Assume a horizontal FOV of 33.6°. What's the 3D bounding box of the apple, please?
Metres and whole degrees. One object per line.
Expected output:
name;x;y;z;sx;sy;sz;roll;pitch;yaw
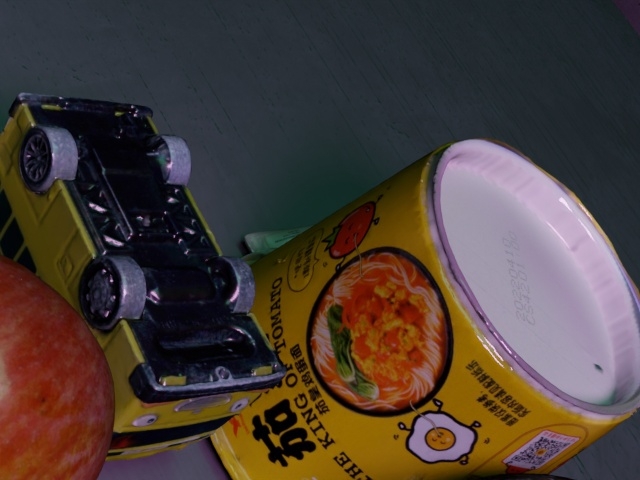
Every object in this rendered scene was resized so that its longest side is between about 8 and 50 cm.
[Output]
apple;-0.219;0.101;0.601;0.188;0.188;0.174;46;46;-1

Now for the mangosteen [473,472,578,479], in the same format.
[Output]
mangosteen;0.152;0.296;0.685;0.300;0.300;0.300;28;39;-25

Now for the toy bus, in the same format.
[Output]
toy bus;-0.149;0.030;0.775;0.128;0.150;0.262;0;50;-45

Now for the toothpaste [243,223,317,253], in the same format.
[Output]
toothpaste;0.000;0.000;1.066;0.197;0.029;0.048;-14;70;-48

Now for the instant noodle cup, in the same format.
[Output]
instant noodle cup;0.096;0.084;0.874;0.325;0.254;0.325;28;41;-28
